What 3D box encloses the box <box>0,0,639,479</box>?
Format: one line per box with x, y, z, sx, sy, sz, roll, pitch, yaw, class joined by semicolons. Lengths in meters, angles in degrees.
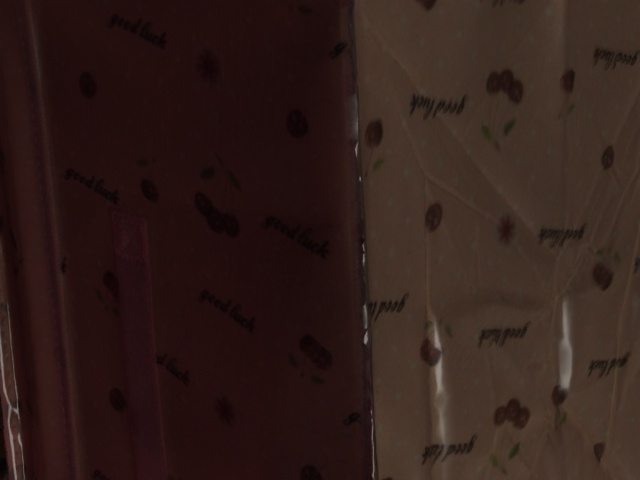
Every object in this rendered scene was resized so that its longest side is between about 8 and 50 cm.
0.021;0.027;0.624;0.225;0.190;0.297;-20;115;-44;box

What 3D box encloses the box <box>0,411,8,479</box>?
-0.125;0.128;0.749;0.173;0.043;0.311;-28;127;-30;box
